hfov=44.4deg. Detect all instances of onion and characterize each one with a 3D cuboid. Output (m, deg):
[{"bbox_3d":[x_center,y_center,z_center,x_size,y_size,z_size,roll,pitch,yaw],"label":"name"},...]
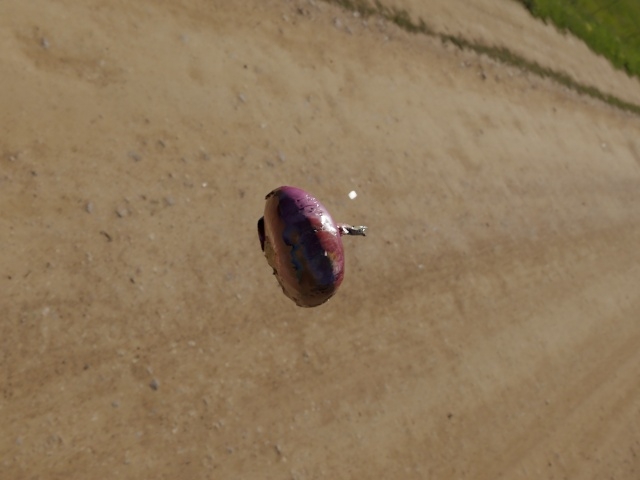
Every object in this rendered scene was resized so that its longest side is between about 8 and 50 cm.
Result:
[{"bbox_3d":[0.000,0.000,0.946,0.140,0.150,0.150,-17,72,-19],"label":"onion"}]
